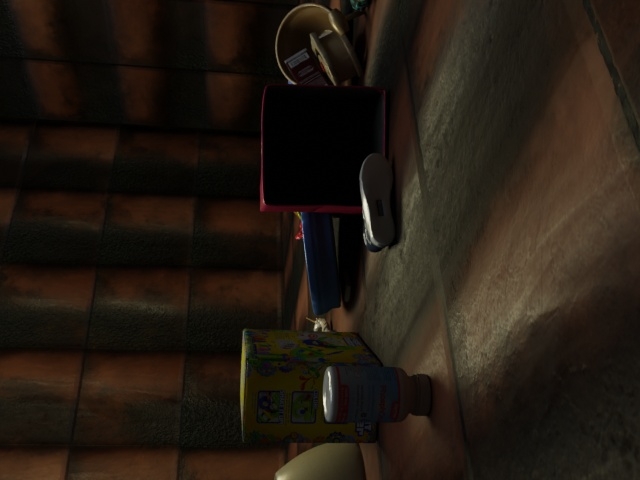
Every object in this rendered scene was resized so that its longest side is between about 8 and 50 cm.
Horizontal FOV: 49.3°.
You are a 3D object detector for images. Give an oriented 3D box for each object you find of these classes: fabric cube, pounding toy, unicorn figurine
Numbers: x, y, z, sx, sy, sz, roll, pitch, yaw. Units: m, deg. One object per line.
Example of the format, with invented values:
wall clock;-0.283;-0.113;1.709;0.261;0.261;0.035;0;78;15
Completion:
fabric cube;-0.005;-0.190;1.541;0.258;0.259;0.254;178;93;-83
pounding toy;0.072;-0.479;1.765;0.154;0.155;0.269;64;-179;1
unicorn figurine;0.013;0.288;2.070;0.162;0.060;0.111;172;101;-66

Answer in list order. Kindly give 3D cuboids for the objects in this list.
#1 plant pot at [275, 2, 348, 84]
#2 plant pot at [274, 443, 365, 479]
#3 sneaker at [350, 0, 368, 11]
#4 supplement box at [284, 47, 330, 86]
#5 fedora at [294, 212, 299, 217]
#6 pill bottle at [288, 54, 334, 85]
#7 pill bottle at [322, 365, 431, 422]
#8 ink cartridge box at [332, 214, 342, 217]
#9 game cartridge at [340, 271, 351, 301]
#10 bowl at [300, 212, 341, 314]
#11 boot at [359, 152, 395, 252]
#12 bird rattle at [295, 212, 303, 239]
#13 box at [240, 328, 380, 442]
plant pot;-0.005;-0.558;2.016;0.110;0.237;0.237;-14;-68;-55
plant pot;-0.011;0.611;1.629;0.284;0.191;0.284;-178;90;-82
sneaker;0.099;-0.587;1.675;0.166;0.065;0.076;-95;-7;-59
supplement box;-0.003;-0.385;1.847;0.239;0.073;0.130;63;-175;36
fedora;-0.056;-0.133;2.444;0.079;0.194;0.194;56;175;-6
pill bottle;-0.026;-0.423;2.155;0.152;0.152;0.272;142;130;-80
pill bottle;0.088;0.242;1.095;0.087;0.160;0.087;-178;90;-83
ink cartridge box;0.045;-0.119;2.005;0.115;0.029;0.062;-101;15;-58
game cartridge;0.067;0.118;1.836;0.083;0.017;0.056;-106;23;-66
bowl;0.000;0.000;1.846;0.391;0.077;0.391;-7;-90;-89
boot;0.105;-0.072;1.388;0.086;0.069;0.190;129;141;-73
bird rattle;-0.004;-0.115;2.204;0.253;0.143;0.206;76;-157;-68
box;-0.034;0.313;1.546;0.290;0.279;0.177;-144;57;-82
